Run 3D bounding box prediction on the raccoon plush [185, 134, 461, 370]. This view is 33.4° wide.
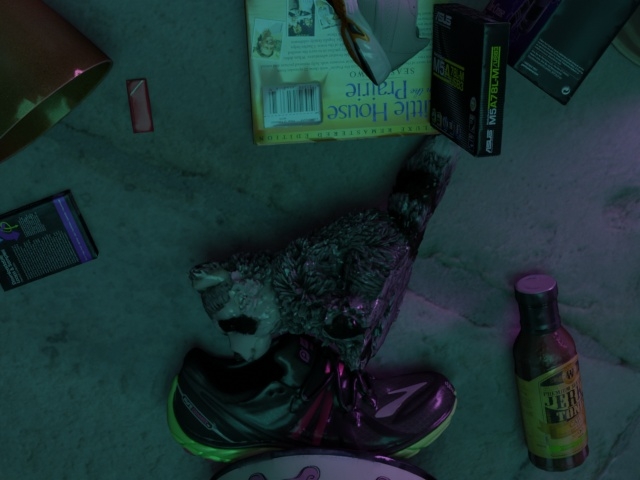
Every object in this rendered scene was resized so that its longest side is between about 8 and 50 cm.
[{"bbox_3d":[0.000,0.000,1.678,0.299,0.216,0.446,23,66,16],"label":"raccoon plush"}]

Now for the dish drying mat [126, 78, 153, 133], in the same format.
[{"bbox_3d":[-0.275,-0.204,1.622,0.032,0.008,0.083,-7,111,-4],"label":"dish drying mat"}]

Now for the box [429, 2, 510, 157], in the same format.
[{"bbox_3d":[0.206,-0.230,1.503,0.045,0.191,0.184,-7,112,-13],"label":"box"}]

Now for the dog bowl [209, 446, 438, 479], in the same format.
[{"bbox_3d":[0.007,0.492,1.742,0.407,0.150,0.408,2,143,1],"label":"dog bowl"}]

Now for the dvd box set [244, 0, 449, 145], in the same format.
[{"bbox_3d":[0.039,-0.356,1.569,0.307,0.062,0.421,-5,111,-4],"label":"dvd box set"}]

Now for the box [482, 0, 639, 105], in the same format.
[{"bbox_3d":[0.326,-0.320,1.505,0.103,0.261,0.184,33,104,-17],"label":"box"}]

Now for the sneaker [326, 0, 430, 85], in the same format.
[{"bbox_3d":[0.072,-0.347,1.478,0.121,0.099,0.262,-32,135,-5],"label":"sneaker"}]

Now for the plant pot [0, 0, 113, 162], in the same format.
[{"bbox_3d":[-0.459,-0.272,1.479,0.237,0.237,0.254,-38,96,9],"label":"plant pot"}]

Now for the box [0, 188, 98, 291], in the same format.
[{"bbox_3d":[-0.446,0.001,1.673,0.162,0.029,0.116,-20,111,1],"label":"box"}]

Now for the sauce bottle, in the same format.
[{"bbox_3d":[0.383,0.226,1.803,0.111,0.111,0.345,-14,113,0],"label":"sauce bottle"}]

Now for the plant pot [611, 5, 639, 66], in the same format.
[{"bbox_3d":[0.587,-0.362,1.493,0.333,0.305,0.334,-2,112,-5],"label":"plant pot"}]

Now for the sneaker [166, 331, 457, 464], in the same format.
[{"bbox_3d":[-0.007,0.252,1.736,0.482,0.185,0.202,0,112,-8],"label":"sneaker"}]
